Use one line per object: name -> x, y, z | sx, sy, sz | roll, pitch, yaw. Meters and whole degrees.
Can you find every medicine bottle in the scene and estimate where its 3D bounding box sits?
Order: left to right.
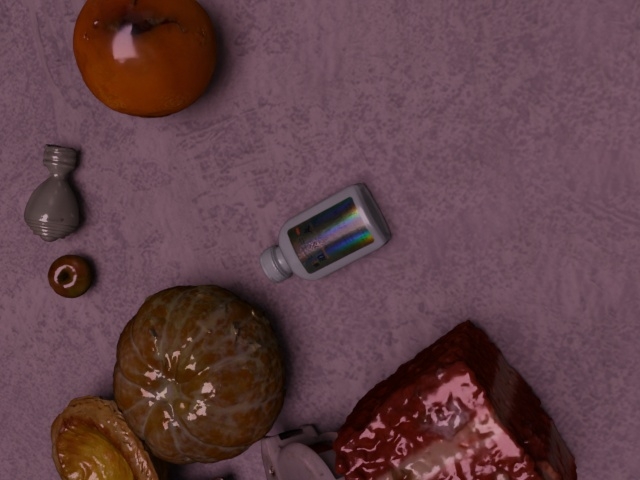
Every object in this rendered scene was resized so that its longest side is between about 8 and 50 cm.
medicine bottle -> 0.000, 0.000, 1.319 | 0.228, 0.083, 0.121 | -28, 90, 21

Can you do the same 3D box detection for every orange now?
orange -> -0.299, -0.335, 1.289 | 0.246, 0.246, 0.246 | 3, 98, 19
orange -> -0.224, 0.242, 1.342 | 0.329, 0.249, 0.329 | 0, 91, 17

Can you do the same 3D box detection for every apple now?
apple -> -0.504, 0.072, 1.506 | 0.089, 0.074, 0.090 | 2, 96, 17

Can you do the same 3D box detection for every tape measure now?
tape measure -> 0.003, 0.461, 1.295 | 0.265, 0.130, 0.258 | -21, 77, 56

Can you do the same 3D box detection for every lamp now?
lamp -> -0.527, -0.093, 1.483 | 0.106, 0.106, 0.193 | 10, 91, 17

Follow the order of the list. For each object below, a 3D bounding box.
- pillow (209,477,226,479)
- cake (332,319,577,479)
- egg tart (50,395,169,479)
pillow -> -0.234, 0.590, 1.478 | 0.236, 0.084, 0.223 | -21, 89, 25
cake -> 0.226, 0.341, 1.191 | 0.269, 0.270, 0.319 | -40, 85, 19
egg tart -> -0.397, 0.441, 1.471 | 0.318, 0.128, 0.319 | 11, 109, 33
